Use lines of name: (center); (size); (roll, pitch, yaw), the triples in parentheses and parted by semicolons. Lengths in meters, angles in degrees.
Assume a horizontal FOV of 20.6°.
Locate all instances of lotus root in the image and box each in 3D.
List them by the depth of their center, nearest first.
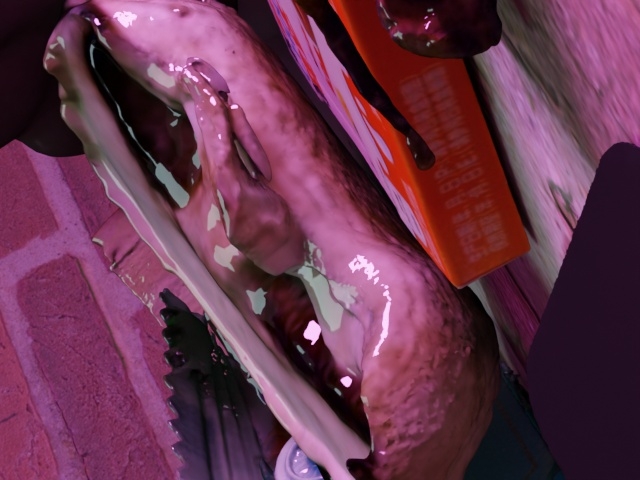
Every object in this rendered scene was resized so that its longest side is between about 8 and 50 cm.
lotus root: (-0.060, 0.064, 1.467); (0.260, 0.074, 0.170); (45, -160, 5)

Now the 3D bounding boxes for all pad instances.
pad: (0.149, 0.141, 0.612); (0.250, 0.055, 0.323); (62, 176, 31)

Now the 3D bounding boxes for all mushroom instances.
mushroom: (-0.014, -0.003, 0.938); (0.344, 0.130, 0.247); (50, 162, 32)

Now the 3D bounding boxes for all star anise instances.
star anise: (0.023, -0.102, 0.630); (0.190, 0.070, 0.097); (63, 175, -34)

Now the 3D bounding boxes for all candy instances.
candy: (0.038, 0.205, 1.278); (0.398, 0.172, 0.263); (33, -170, -23)

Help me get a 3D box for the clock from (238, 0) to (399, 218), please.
clock: (-0.031, -0.071, 1.303); (0.295, 0.113, 0.322); (63, 175, 3)

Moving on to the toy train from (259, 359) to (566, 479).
toy train: (0.069, 0.155, 1.014); (0.112, 0.163, 0.203); (60, -179, -35)

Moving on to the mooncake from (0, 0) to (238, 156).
mooncake: (-0.164, -0.192, 1.022); (0.154, 0.306, 0.306); (54, 172, 33)

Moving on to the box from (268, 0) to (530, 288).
box: (-0.006, -0.150, 0.826); (0.273, 0.048, 0.265); (64, 177, -35)
